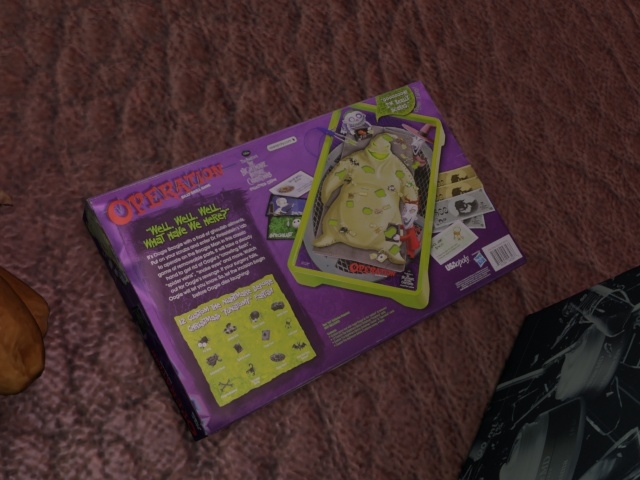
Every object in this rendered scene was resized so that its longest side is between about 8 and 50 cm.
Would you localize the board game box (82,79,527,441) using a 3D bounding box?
[{"bbox_3d":[0.000,0.000,0.696,0.347,0.056,0.208,-24,84,-28],"label":"board game box"}]

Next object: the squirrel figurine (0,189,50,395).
[{"bbox_3d":[-0.329,-0.011,0.381,0.397,0.370,0.281,42,61,-1],"label":"squirrel figurine"}]

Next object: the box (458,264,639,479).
[{"bbox_3d":[0.244,0.192,0.563,0.179,0.312,0.343,35,60,-5],"label":"box"}]
